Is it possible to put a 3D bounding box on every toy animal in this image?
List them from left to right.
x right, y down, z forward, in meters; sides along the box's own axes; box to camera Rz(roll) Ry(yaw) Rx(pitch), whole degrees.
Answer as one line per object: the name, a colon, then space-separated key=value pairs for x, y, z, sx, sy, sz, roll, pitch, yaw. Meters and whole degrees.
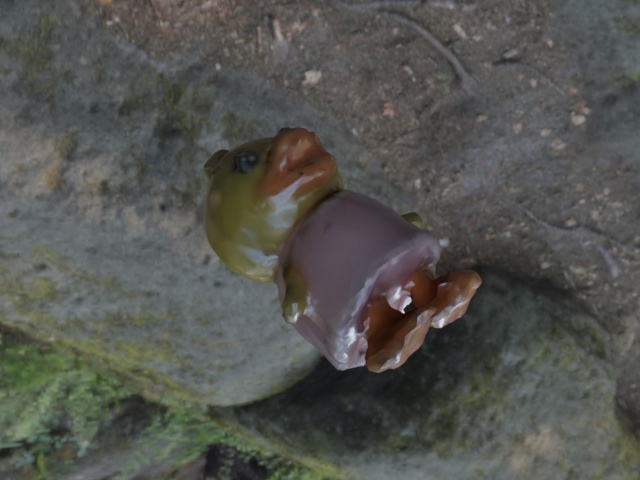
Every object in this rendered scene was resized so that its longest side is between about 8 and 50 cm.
toy animal: x=-0.003 y=0.001 z=0.775 sx=0.195 sy=0.281 sz=0.169 roll=-31 pitch=161 yaw=-42
